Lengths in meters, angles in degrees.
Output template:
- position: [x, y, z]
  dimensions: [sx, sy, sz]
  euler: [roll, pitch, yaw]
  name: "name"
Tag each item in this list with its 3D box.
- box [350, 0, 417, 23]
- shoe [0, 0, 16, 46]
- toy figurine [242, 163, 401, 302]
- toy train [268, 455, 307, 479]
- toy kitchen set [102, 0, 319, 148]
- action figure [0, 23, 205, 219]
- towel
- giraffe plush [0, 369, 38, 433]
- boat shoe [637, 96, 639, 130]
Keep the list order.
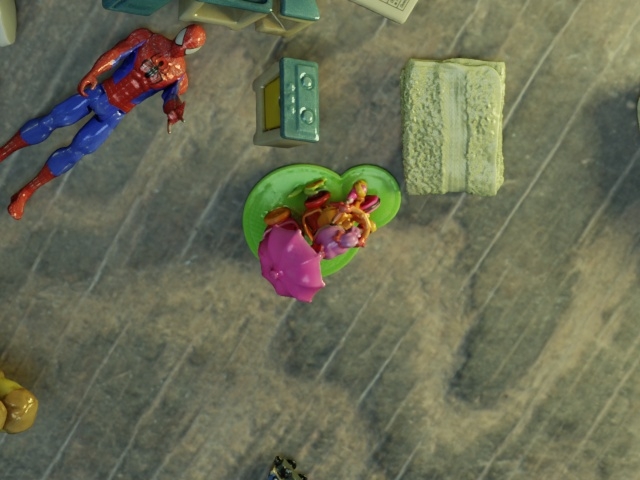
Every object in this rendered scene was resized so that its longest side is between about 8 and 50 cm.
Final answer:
- position: [0.003, -0.328, 1.766]
  dimensions: [0.232, 0.127, 0.148]
  euler: [22, 110, -26]
  name: "box"
- position: [-0.361, -0.275, 1.875]
  dimensions: [0.081, 0.063, 0.178]
  euler: [-11, 105, 8]
  name: "shoe"
- position: [0.000, 0.000, 1.909]
  dimensions: [0.173, 0.159, 0.130]
  euler: [-20, 109, 9]
  name: "toy figurine"
- position: [-0.011, 0.304, 2.097]
  dimensions: [0.036, 0.027, 0.158]
  euler: [-27, 108, 23]
  name: "toy train"
- position: [-0.092, -0.185, 1.798]
  dimensions: [0.207, 0.122, 0.166]
  euler: [6, 76, -28]
  name: "toy kitchen set"
- position: [-0.228, -0.120, 1.891]
  dimensions: [0.280, 0.139, 0.091]
  euler: [-37, 106, 12]
  name: "action figure"
- position: [0.135, -0.115, 1.929]
  dimensions: [0.110, 0.027, 0.148]
  euler: [1, 111, 3]
  name: "towel"
- position: [-0.406, 0.110, 1.989]
  dimensions: [0.210, 0.181, 0.170]
  euler: [12, 103, 35]
  name: "giraffe plush"
- position: [0.398, -0.059, 1.916]
  dimensions: [0.081, 0.068, 0.227]
  euler: [-31, 106, 13]
  name: "boat shoe"
